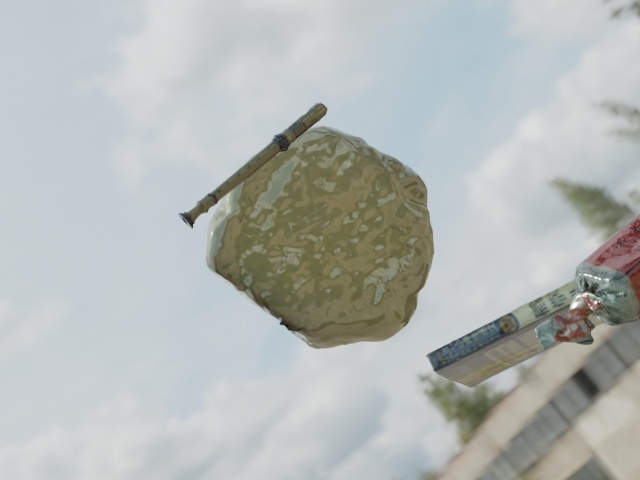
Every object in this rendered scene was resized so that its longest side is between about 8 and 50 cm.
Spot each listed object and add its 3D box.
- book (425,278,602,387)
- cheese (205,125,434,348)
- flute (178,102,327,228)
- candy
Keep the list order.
[{"bbox_3d":[0.370,0.097,2.488,0.428,0.039,0.300,-27,-14,8],"label":"book"},{"bbox_3d":[0.000,0.000,2.423,0.326,0.318,0.115,-15,-9,-4],"label":"cheese"},{"bbox_3d":[-0.081,-0.096,2.155,0.233,0.027,0.027,-40,-12,-14],"label":"flute"},{"bbox_3d":[0.312,0.009,1.605,0.292,0.059,0.086,-38,25,-20],"label":"candy"}]
